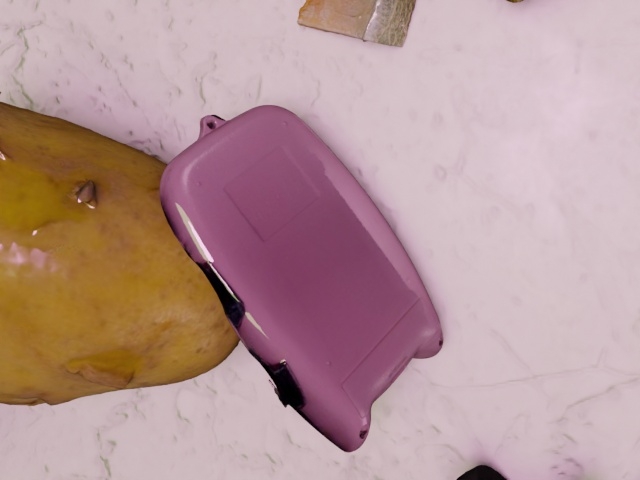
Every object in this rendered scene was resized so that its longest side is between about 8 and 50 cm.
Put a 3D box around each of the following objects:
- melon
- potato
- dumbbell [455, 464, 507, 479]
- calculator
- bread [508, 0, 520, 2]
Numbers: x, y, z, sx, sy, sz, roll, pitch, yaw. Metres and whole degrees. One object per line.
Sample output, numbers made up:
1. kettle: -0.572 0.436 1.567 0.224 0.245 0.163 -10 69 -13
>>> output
1. melon: 0.048 -0.267 0.772 0.098 0.054 0.182 25 104 27
2. potato: -0.248 0.046 0.813 0.397 0.296 0.289 -28 49 50
3. dumbbell: 0.110 0.304 0.775 0.325 0.143 0.143 -37 87 17
4. calculator: -0.008 0.016 0.729 0.043 0.194 0.294 -25 102 50
5. bread: 0.176 -0.328 0.685 0.184 0.110 0.234 -24 96 21
